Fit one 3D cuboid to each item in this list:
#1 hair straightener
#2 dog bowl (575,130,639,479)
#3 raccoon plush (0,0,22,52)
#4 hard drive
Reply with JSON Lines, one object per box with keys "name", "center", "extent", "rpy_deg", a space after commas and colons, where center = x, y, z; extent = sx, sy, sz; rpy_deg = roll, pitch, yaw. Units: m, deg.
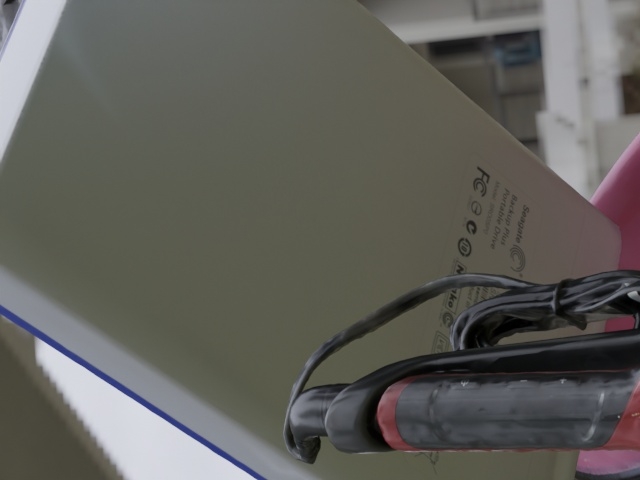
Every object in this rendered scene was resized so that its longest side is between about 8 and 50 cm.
{"name": "hair straightener", "center": [0.088, 0.033, 0.518], "extent": [0.089, 0.230, 0.047], "rpy_deg": [-44, -63, -51]}
{"name": "dog bowl", "center": [0.267, -0.002, 1.030], "extent": [0.150, 0.408, 0.408], "rpy_deg": [38, -154, -10]}
{"name": "raccoon plush", "center": [-0.073, -0.113, 1.110], "extent": [0.299, 0.446, 0.216], "rpy_deg": [-22, -73, -48]}
{"name": "hard drive", "center": [0.000, 0.000, 0.821], "extent": [0.318, 0.040, 0.210], "rpy_deg": [37, -126, -31]}
